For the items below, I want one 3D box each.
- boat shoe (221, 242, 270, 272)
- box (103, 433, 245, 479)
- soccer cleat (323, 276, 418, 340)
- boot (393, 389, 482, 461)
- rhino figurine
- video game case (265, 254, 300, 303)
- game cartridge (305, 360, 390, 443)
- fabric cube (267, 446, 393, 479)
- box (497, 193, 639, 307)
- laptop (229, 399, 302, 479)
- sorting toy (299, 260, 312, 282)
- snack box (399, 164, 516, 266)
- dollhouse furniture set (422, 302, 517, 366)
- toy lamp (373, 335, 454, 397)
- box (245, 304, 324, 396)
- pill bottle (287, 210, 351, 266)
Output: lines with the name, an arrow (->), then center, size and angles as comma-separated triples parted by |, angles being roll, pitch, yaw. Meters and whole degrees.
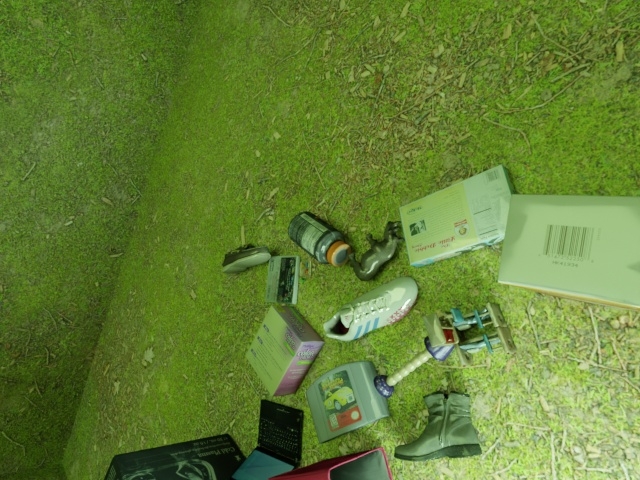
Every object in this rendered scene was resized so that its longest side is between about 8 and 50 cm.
boat shoe -> -0.325, 0.066, 1.729 | 0.324, 0.116, 0.097 | -23, 65, 47
box -> -0.452, 0.977, 1.384 | 0.471, 0.479, 0.298 | 31, 101, 43
soccer cleat -> 0.147, 0.218, 1.227 | 0.331, 0.143, 0.116 | -41, 55, 29
boot -> 0.300, 0.496, 1.075 | 0.246, 0.083, 0.161 | -26, 57, 31
rhino figurine -> 0.185, 0.031, 1.285 | 0.243, 0.073, 0.106 | -51, 47, 22
video game case -> -0.152, 0.156, 1.612 | 0.173, 0.022, 0.191 | -4, 77, 43
game cartridge -> 0.073, 0.512, 1.294 | 0.294, 0.060, 0.196 | -39, 52, 30
fabric cube -> 0.044, 0.756, 1.119 | 0.258, 0.259, 0.254 | -32, 61, 35
box -> 0.519, 0.034, 0.775 | 0.214, 0.345, 0.169 | 8, 86, 44
laptop -> -0.196, 0.734, 1.437 | 0.234, 0.136, 0.265 | -6, 76, 42
sorting toy -> -0.059, 0.121, 1.536 | 0.062, 0.012, 0.084 | -10, 73, 42
snack box -> 0.383, -0.058, 1.126 | 0.321, 0.060, 0.187 | -23, 65, 38
dollhouse furniture set -> 0.368, 0.233, 0.985 | 0.129, 0.183, 0.129 | -32, 60, 34
toy lamp -> 0.268, 0.346, 1.132 | 0.275, 0.080, 0.080 | -49, 52, 28
box -> -0.136, 0.399, 1.472 | 0.213, 0.117, 0.243 | 40, 109, 41
pill bottle -> 0.000, 0.000, 1.428 | 0.245, 0.130, 0.131 | 36, 105, 42
